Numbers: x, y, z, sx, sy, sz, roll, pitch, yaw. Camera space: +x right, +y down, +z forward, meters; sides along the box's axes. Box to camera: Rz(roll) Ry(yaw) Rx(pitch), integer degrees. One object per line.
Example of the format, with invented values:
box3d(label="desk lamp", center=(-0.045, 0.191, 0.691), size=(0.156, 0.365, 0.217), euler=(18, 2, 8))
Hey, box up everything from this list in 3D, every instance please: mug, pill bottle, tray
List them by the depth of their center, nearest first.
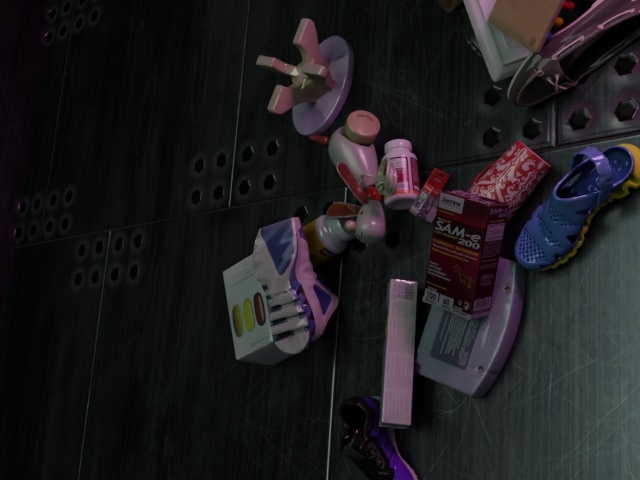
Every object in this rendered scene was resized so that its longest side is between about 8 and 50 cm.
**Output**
box3d(label="mug", center=(0.382, -0.129, 1.846), size=(0.169, 0.113, 0.150), euler=(-51, 53, 15))
box3d(label="tray", center=(0.392, -0.490, 1.871), size=(0.145, 0.030, 0.270), euler=(-21, 93, 0))
box3d(label="pill bottle", center=(0.186, -0.154, 2.046), size=(0.086, 0.086, 0.152), euler=(-18, 65, 38))
box3d(label="pill bottle", center=(0.000, 0.000, 2.156), size=(0.184, 0.103, 0.103), euler=(-31, 58, 32))

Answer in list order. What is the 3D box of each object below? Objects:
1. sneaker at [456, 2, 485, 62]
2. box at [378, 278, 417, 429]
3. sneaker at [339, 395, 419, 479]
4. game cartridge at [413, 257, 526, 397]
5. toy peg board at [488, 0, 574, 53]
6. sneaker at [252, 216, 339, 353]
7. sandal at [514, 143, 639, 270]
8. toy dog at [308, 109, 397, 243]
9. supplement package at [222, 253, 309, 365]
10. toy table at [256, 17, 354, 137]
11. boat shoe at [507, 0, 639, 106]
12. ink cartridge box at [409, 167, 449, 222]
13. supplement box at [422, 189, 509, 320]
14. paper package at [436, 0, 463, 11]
box3d(label="sneaker", center=(0.382, -0.500, 1.964), size=(0.130, 0.109, 0.286), euler=(-31, 59, 28))
box3d(label="box", center=(0.170, 0.245, 1.914), size=(0.067, 0.063, 0.324), euler=(5, 69, -2))
box3d(label="sneaker", center=(0.109, 0.468, 1.885), size=(0.102, 0.146, 0.293), euler=(-40, 53, 26))
box3d(label="game cartridge", center=(0.320, 0.171, 1.850), size=(0.196, 0.060, 0.294), euler=(19, 91, 47))
box3d(label="toy peg board", center=(0.446, -0.483, 1.778), size=(0.161, 0.079, 0.161), euler=(53, 132, 43))
box3d(label="sneaker", center=(-0.052, 0.109, 2.103), size=(0.127, 0.182, 0.316), euler=(-13, 83, 27))
box3d(label="sandal", center=(0.486, -0.074, 1.716), size=(0.317, 0.138, 0.126), euler=(-54, 51, 19))
box3d(label="toy dog", center=(0.060, -0.156, 2.047), size=(0.334, 0.161, 0.220), euler=(-102, 16, -51))
box3d(label="supplement package", center=(-0.139, 0.174, 2.208), size=(0.139, 0.134, 0.244), euler=(-31, 58, 32))
box3d(label="toy table", center=(-0.034, -0.423, 2.278), size=(0.252, 0.161, 0.274), euler=(5, 79, 43))
box3d(label="boat shoe", center=(0.528, -0.381, 1.787), size=(0.335, 0.112, 0.095), euler=(-42, 48, 21))
box3d(label="ink cartridge box", center=(0.255, -0.101, 1.983), size=(0.029, 0.063, 0.115), euler=(41, 106, 43))
box3d(label="supplement box", center=(0.293, 0.027, 1.786), size=(0.130, 0.073, 0.239), euler=(20, 109, 43))
box3d(label="paper package", center=(0.315, -0.734, 1.987), size=(0.309, 0.168, 0.325), euler=(-34, 46, 15))
